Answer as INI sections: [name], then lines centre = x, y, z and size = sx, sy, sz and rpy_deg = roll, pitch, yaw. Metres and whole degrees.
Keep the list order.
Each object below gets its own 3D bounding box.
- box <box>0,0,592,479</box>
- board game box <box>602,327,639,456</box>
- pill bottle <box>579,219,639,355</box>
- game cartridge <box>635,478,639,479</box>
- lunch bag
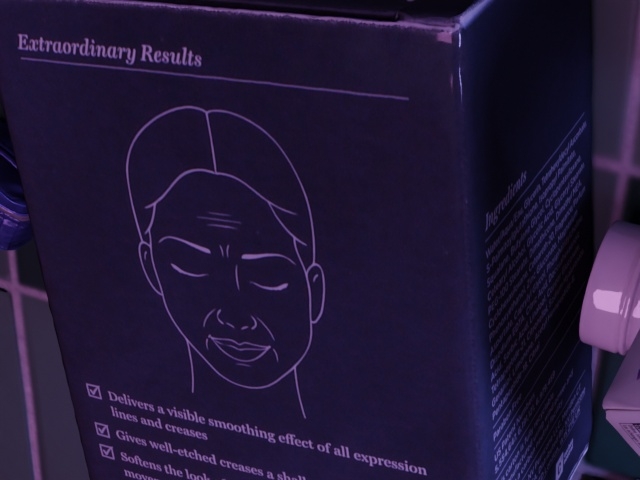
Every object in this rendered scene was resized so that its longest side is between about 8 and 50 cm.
[box]
centre = 0.000, 0.000, 0.858
size = 0.293, 0.212, 0.395
rpy_deg = 10, 123, 26
[board game box]
centre = 0.318, 0.108, 0.625
size = 0.224, 0.097, 0.303
rpy_deg = 46, 150, -22
[pill bottle]
centre = 0.257, 0.051, 0.806
size = 0.193, 0.108, 0.108
rpy_deg = 17, 126, 21
[game cartridge]
centre = 0.251, 0.208, 0.968
size = 0.083, 0.017, 0.056
rpy_deg = 26, 132, 14
[lunch bag]
centre = -0.251, -0.050, 1.069
size = 0.098, 0.067, 0.065
rpy_deg = 37, 130, 7
